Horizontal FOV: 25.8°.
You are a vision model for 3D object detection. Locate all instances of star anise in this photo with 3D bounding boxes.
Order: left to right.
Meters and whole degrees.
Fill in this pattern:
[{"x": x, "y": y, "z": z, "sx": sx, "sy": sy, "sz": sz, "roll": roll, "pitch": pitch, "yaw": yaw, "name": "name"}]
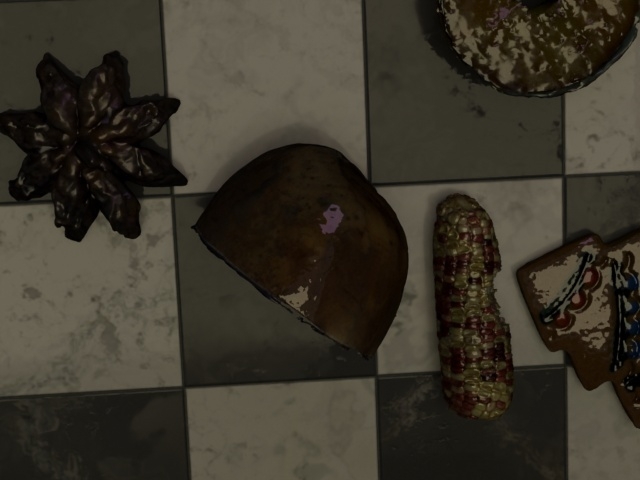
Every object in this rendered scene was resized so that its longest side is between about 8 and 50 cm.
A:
[{"x": -0.276, "y": -0.111, "z": 1.691, "sx": 0.236, "sy": 0.109, "sz": 0.223, "roll": 37, "pitch": 91, "yaw": -7, "name": "star anise"}]

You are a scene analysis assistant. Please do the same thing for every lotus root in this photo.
[{"x": 0.000, "y": 0.000, "z": 1.664, "sx": 0.272, "sy": 0.272, "sz": 0.192, "roll": 38, "pitch": 86, "yaw": -9, "name": "lotus root"}]

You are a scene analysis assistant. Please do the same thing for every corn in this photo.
[{"x": 0.192, "y": 0.085, "z": 1.763, "sx": 0.098, "sy": 0.098, "sz": 0.290, "roll": -5, "pitch": 98, "yaw": -3, "name": "corn"}]

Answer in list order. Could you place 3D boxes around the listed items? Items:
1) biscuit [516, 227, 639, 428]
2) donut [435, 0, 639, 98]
[{"x": 0.392, "y": 0.097, "z": 1.802, "sx": 0.301, "sy": 0.043, "sz": 0.278, "roll": 15, "pitch": 99, "yaw": -6, "name": "biscuit"}, {"x": 0.262, "y": -0.309, "z": 1.695, "sx": 0.272, "sy": 0.107, "sz": 0.272, "roll": -2, "pitch": 100, "yaw": -9, "name": "donut"}]
